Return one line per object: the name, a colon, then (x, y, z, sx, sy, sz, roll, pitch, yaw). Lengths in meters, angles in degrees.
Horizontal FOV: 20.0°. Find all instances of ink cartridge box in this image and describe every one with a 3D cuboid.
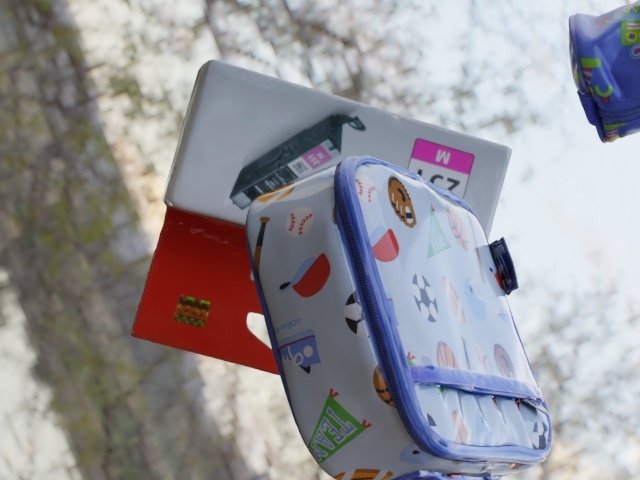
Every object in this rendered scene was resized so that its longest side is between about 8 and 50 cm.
ink cartridge box: (0.000, 0.000, 1.530, 0.060, 0.275, 0.239, 175, -70, -78)

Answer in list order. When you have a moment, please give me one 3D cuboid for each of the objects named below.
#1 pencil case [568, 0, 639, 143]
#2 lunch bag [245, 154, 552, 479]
pencil case: (0.367, -0.173, 1.581, 0.133, 0.306, 0.119, -73, 144, -53)
lunch bag: (0.069, 0.074, 1.330, 0.303, 0.115, 0.243, 17, 52, -62)
